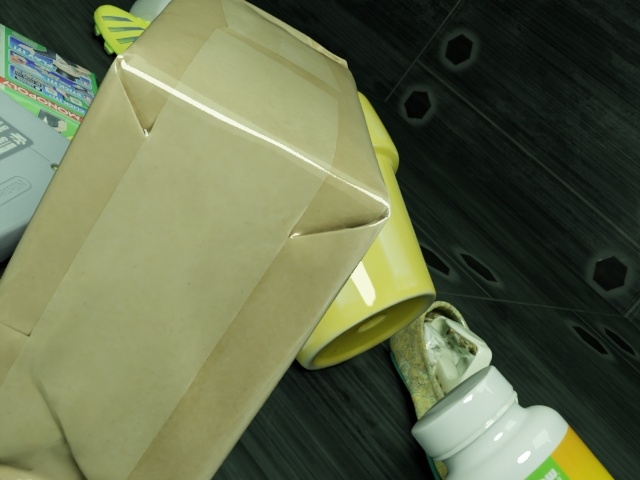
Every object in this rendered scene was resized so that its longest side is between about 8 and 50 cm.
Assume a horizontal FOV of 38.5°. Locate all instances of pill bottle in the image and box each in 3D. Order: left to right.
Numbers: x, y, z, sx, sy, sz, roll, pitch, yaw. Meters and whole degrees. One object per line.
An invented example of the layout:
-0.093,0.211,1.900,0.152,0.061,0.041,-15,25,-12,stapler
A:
0.201,0.242,0.848,0.246,0.136,0.136,50,19,5,pill bottle

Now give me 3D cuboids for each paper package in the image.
-0.106,0.000,0.654,0.168,0.309,0.325,28,18,-13,paper package

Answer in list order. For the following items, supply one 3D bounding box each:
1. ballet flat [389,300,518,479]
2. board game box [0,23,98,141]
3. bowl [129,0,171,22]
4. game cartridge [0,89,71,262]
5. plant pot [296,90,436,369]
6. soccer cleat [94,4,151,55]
0.164,0.182,1.037,0.123,0.123,0.348,29,19,-23,ballet flat
-0.405,-0.212,1.067,0.317,0.046,0.213,27,21,-30,board game box
-0.263,-0.345,1.560,0.142,0.053,0.142,7,-40,49,bowl
-0.329,-0.061,0.770,0.198,0.062,0.297,40,24,-3,game cartridge
0.000,0.000,1.009,0.254,0.254,0.239,4,52,-60,plant pot
-0.251,-0.304,1.468,0.289,0.121,0.093,44,19,22,soccer cleat
